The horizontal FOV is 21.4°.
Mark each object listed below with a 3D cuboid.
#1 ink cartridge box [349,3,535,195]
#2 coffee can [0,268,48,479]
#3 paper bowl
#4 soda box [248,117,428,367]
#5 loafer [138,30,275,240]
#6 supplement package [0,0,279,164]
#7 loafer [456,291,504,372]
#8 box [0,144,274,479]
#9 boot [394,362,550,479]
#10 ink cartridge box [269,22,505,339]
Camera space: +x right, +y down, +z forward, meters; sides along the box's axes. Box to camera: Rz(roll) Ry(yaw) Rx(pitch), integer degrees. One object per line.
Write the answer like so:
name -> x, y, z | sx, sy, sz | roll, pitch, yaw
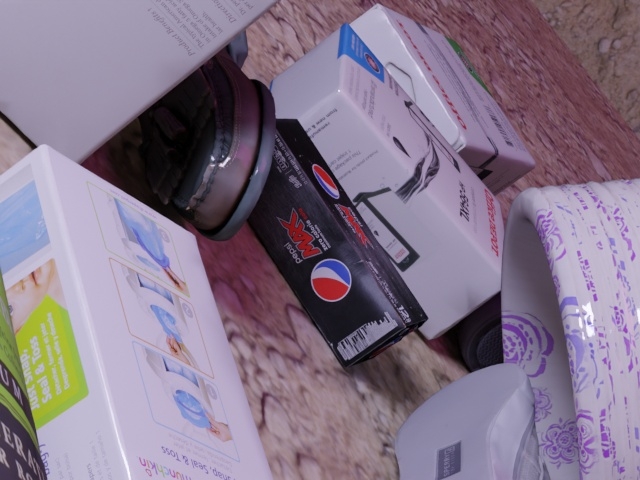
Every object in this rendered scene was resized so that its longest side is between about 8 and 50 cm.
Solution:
ink cartridge box -> 0.093, -0.113, 1.512 | 0.153, 0.087, 0.208 | 60, 18, 16
coffee can -> -0.181, 0.016, 0.430 | 0.201, 0.201, 0.275 | 34, 28, -47
paper bowl -> 0.214, 0.100, 1.128 | 0.284, 0.148, 0.284 | 175, -90, -86
soda box -> 0.000, 0.000, 1.136 | 0.169, 0.053, 0.060 | 57, 18, 8
loafer -> -0.090, -0.087, 1.048 | 0.084, 0.096, 0.267 | 24, 22, -20
supplement package -> -0.106, -0.143, 0.928 | 0.105, 0.179, 0.105 | 46, 20, -22
loafer -> 0.216, 0.104, 1.408 | 0.302, 0.109, 0.095 | 36, 21, -37
box -> -0.095, 0.085, 0.654 | 0.103, 0.114, 0.203 | 34, 27, -49
boot -> 0.107, 0.177, 1.061 | 0.123, 0.095, 0.258 | 63, 19, -13
ink cartridge box -> 0.051, -0.046, 1.292 | 0.203, 0.086, 0.148 | 47, 19, -19
